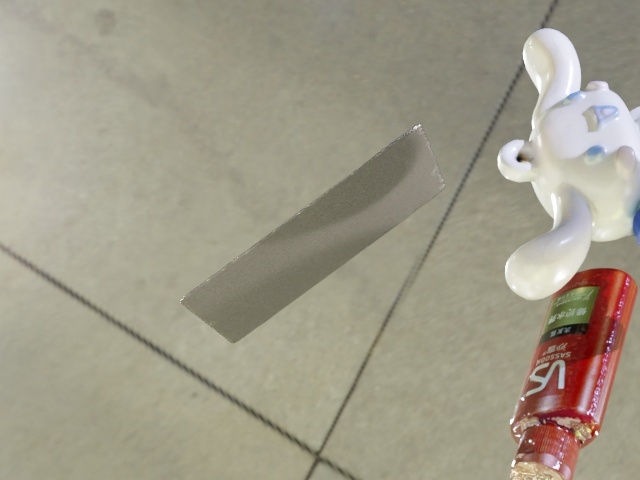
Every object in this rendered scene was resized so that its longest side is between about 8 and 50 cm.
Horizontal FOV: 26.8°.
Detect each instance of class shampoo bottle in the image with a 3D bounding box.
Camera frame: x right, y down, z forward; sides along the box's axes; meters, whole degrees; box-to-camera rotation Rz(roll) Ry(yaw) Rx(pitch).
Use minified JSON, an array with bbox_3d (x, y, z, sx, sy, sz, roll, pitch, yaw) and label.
[{"bbox_3d":[0.298,0.165,1.609,0.118,0.314,0.076,-15,124,38],"label":"shampoo bottle"}]

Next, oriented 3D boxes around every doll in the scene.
[{"bbox_3d":[0.380,-0.079,1.487,0.365,0.187,0.376,8,67,2],"label":"doll"}]

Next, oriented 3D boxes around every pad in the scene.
[{"bbox_3d":[0.000,0.000,1.002,0.211,0.143,0.003,-36,68,0],"label":"pad"}]
